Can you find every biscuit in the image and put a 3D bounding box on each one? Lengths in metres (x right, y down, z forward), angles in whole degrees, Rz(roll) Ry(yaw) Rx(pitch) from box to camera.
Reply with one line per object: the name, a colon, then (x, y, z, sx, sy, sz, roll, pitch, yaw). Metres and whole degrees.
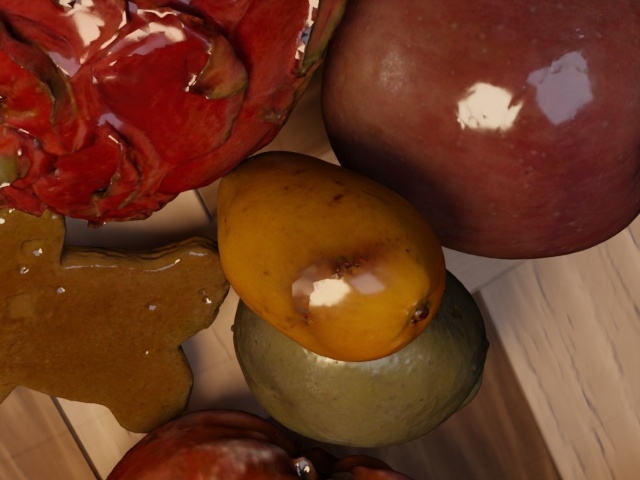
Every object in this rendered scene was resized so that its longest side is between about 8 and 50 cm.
biscuit: (-0.213, 0.045, 1.394, 0.301, 0.049, 0.197, 8, 120, -28)

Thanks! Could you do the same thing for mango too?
mango: (0.000, 0.000, 1.287, 0.144, 0.219, 0.112, 14, 109, -27)

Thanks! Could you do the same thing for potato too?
potato: (0.033, 0.074, 1.445, 0.235, 0.178, 0.160, 7, 123, -56)

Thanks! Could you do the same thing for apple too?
apple: (0.142, -0.130, 1.400, 0.306, 0.235, 0.306, -50, 149, -45)

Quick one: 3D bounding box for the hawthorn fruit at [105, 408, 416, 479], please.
hawthorn fruit: (-0.046, 0.257, 1.446, 0.284, 0.284, 0.284, -6, 107, -20)

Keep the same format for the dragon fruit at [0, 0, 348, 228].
dragon fruit: (-0.124, -0.164, 1.281, 0.342, 0.277, 0.277, -42, 116, -17)
